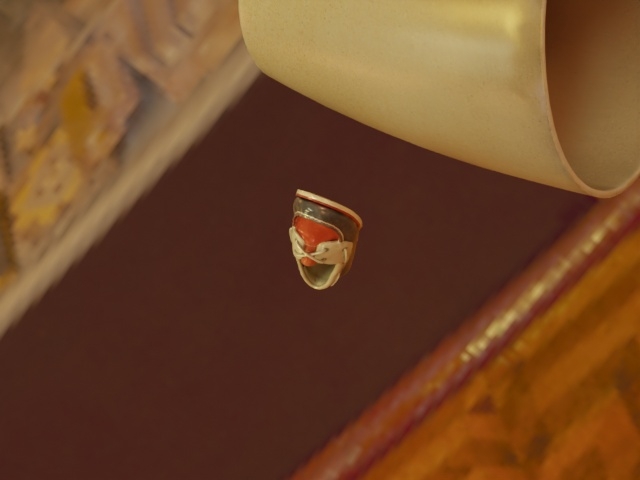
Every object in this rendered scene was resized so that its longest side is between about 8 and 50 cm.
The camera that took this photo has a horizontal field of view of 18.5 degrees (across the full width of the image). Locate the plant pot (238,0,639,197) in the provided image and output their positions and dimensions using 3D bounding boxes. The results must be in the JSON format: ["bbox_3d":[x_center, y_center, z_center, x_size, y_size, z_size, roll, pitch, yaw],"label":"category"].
[{"bbox_3d":[0.088,-0.170,1.403,0.274,0.256,0.256,7,63,30],"label":"plant pot"}]

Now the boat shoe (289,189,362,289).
[{"bbox_3d":[0.000,0.000,1.367,0.043,0.049,0.137,-62,-9,-11],"label":"boat shoe"}]
